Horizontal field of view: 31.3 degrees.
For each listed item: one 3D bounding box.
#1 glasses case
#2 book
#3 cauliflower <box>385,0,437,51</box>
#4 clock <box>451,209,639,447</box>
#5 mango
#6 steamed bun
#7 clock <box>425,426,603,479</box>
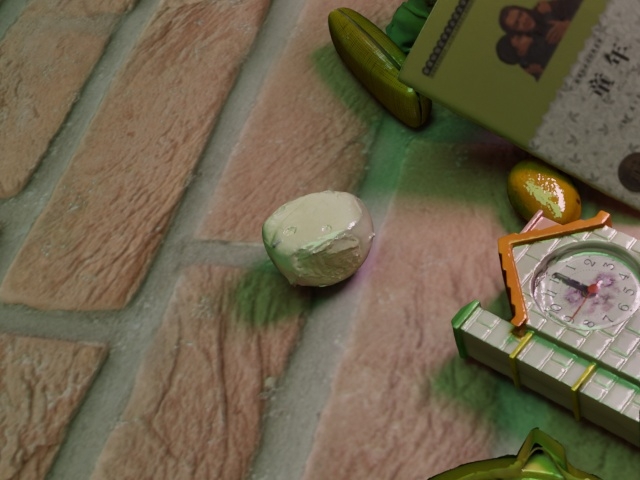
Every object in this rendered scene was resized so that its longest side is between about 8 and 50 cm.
[{"bbox_3d":[0.078,-0.240,1.547,0.064,0.079,0.234,-25,48,-14],"label":"glasses case"},{"bbox_3d":[0.296,-0.206,1.316,0.352,0.035,0.239,29,97,5],"label":"book"},{"bbox_3d":[0.221,-0.359,1.485,0.260,0.327,0.281,-45,26,-9],"label":"cauliflower"},{"bbox_3d":[0.290,0.072,1.196,0.255,0.106,0.220,27,63,34],"label":"clock"},{"bbox_3d":[0.264,-0.051,1.344,0.079,0.057,0.114,-16,51,-6],"label":"mango"},{"bbox_3d":[0.000,0.000,1.360,0.130,0.091,0.112,-26,46,-7],"label":"steamed bun"},{"bbox_3d":[0.181,0.321,1.044,0.293,0.071,0.277,-25,38,-19],"label":"clock"}]
